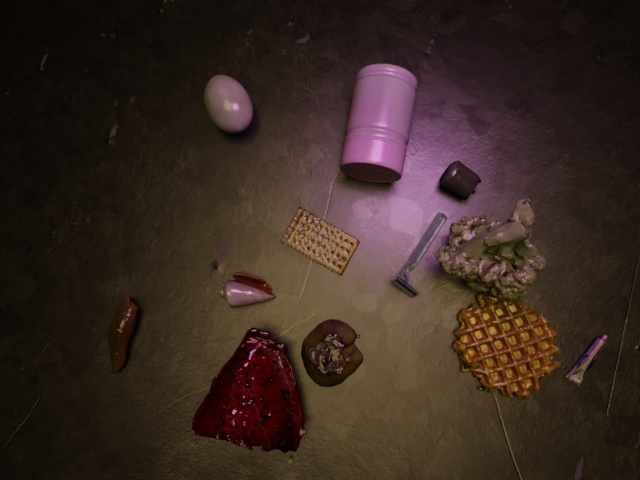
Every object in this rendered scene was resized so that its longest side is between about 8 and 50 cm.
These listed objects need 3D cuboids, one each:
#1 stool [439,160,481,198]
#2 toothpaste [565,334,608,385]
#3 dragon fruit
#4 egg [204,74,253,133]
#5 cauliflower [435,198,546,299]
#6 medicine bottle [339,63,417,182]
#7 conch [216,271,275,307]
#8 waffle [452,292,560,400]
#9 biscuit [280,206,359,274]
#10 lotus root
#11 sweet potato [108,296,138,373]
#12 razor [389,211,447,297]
[{"bbox_3d":[0.439,-0.189,1.347,0.110,0.096,0.096,35,86,3],"label":"stool"},{"bbox_3d":[0.795,0.350,1.267,0.045,0.028,0.170,37,90,16],"label":"toothpaste"},{"bbox_3d":[-0.198,0.456,1.308,0.285,0.228,0.330,21,60,-24],"label":"dragon fruit"},{"bbox_3d":[-0.308,-0.453,1.419,0.151,0.151,0.209,-29,76,0],"label":"egg"},{"bbox_3d":[0.496,0.040,1.211,0.326,0.281,0.261,-9,84,-6],"label":"cauliflower"},{"bbox_3d":[0.181,-0.358,1.337,0.202,0.202,0.316,11,82,6],"label":"medicine bottle"},{"bbox_3d":[-0.236,0.158,1.351,0.176,0.094,0.105,-6,41,-1],"label":"conch"},{"bbox_3d":[0.548,0.311,1.277,0.328,0.062,0.330,-1,82,4],"label":"waffle"},{"bbox_3d":[0.000,0.000,1.392,0.231,0.016,0.139,29,85,8],"label":"biscuit"},{"bbox_3d":[0.033,0.346,1.308,0.183,0.078,0.203,43,85,9],"label":"lotus root"},{"bbox_3d":[-0.640,0.305,1.371,0.077,0.077,0.244,10,81,6],"label":"sweet potato"},{"bbox_3d":[0.316,0.034,1.346,0.111,0.056,0.278,37,77,-28],"label":"razor"}]
